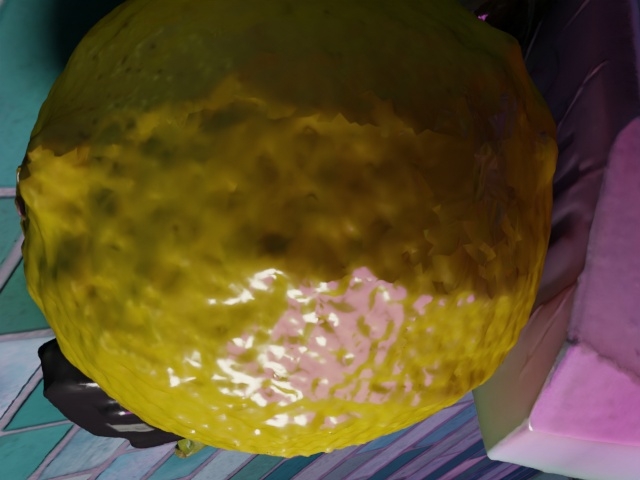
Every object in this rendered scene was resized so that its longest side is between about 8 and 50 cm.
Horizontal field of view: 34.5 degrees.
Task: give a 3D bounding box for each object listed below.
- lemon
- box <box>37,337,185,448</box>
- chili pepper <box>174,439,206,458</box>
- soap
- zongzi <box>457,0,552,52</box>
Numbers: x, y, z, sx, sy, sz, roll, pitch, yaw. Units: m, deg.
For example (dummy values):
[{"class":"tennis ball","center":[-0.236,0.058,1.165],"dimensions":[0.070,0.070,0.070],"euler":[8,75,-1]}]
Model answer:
[{"class":"lemon","center":[-0.006,-0.019,0.555],"dimensions":[0.322,0.268,0.268],"euler":[-4,149,-35]},{"class":"box","center":[-0.046,0.109,0.894],"dimensions":[0.350,0.091,0.359],"euler":[-9,165,-6]},{"class":"chili pepper","center":[-0.152,0.233,1.240],"dimensions":[0.049,0.043,0.208],"euler":[-32,161,-17]},{"class":"soap","center":[0.174,-0.020,0.651],"dimensions":[0.109,0.324,0.193],"euler":[15,145,-15]},{"class":"zongzi","center":[0.135,-0.164,0.666],"dimensions":[0.119,0.055,0.109],"euler":[-38,159,0]}]
